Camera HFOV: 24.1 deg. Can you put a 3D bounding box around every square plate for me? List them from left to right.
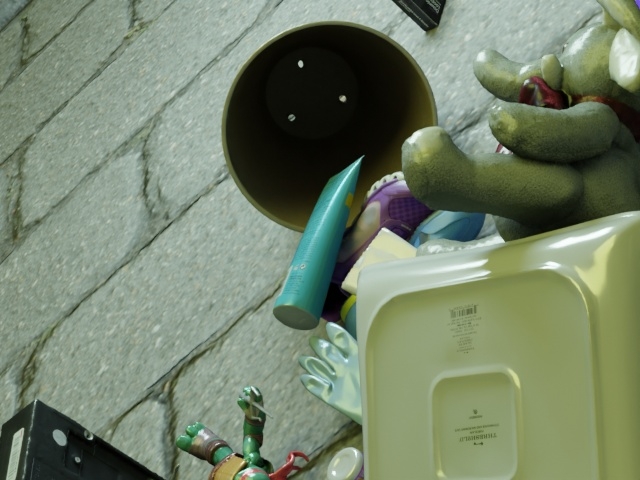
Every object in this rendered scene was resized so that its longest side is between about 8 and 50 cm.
[{"bbox_3d":[0.147,0.166,1.317,0.347,0.049,0.344,-13,75,45],"label":"square plate"}]

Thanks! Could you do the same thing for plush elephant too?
[{"bbox_3d":[0.240,-0.109,1.451,0.330,0.272,0.255,-3,61,14],"label":"plush elephant"}]

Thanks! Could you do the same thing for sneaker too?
[{"bbox_3d":[0.060,0.016,1.704,0.236,0.095,0.104,-40,26,36],"label":"sneaker"},{"bbox_3d":[0.115,0.045,1.645,0.209,0.069,0.082,-45,45,7],"label":"sneaker"}]

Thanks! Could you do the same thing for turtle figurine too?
[{"bbox_3d":[-0.110,0.257,1.650,0.175,0.118,0.234,-46,11,-23],"label":"turtle figurine"}]

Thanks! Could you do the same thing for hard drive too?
[{"bbox_3d":[-0.172,0.328,1.427,0.064,0.339,0.237,-37,33,25],"label":"hard drive"}]

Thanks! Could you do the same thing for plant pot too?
[{"bbox_3d":[0.002,-0.164,1.886,0.256,0.256,0.274,-46,14,8],"label":"plant pot"}]

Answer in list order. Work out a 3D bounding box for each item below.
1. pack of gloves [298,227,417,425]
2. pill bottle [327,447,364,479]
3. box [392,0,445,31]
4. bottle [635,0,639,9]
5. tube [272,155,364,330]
[{"bbox_3d":[0.099,0.118,1.570,0.232,0.046,0.195,30,79,37],"label":"pack of gloves"},{"bbox_3d":[0.048,0.242,1.482,0.043,0.083,0.043,-34,34,27],"label":"pill bottle"},{"bbox_3d":[0.130,-0.380,2.047,0.029,0.116,0.162,-23,39,42],"label":"box"},{"bbox_3d":[0.435,-0.229,1.483,0.118,0.092,0.283,-51,29,-4],"label":"bottle"},{"bbox_3d":[0.000,0.000,1.682,0.080,0.052,0.207,-26,39,51],"label":"tube"}]
